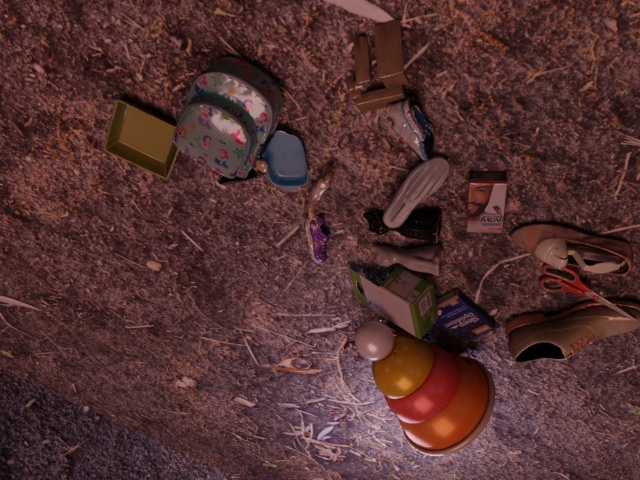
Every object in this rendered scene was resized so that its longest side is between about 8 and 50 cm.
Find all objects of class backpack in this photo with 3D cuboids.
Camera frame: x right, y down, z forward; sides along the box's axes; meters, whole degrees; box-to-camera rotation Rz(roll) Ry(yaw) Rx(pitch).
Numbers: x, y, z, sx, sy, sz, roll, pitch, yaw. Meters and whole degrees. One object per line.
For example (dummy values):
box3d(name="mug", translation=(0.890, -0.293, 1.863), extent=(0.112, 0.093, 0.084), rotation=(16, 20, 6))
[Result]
box3d(name="backpack", translation=(-0.216, -0.291, 1.440), extent=(0.225, 0.191, 0.254), rotation=(31, 126, -6))

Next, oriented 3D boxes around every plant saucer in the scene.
box3d(name="plant saucer", translation=(-0.461, -0.274, 1.611), extent=(0.188, 0.045, 0.188), rotation=(25, 134, -11))

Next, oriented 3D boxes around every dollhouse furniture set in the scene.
box3d(name="dollhouse furniture set", translation=(0.132, -0.386, 1.367), extent=(0.144, 0.123, 0.151), rotation=(-8, 166, 21))

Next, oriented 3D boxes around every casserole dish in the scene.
box3d(name="casserole dish", translation=(-0.090, -0.215, 1.584), extent=(0.114, 0.037, 0.188), rotation=(1, 135, 13))

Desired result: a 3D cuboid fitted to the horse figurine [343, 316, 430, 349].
box3d(name="horse figurine", translation=(0.204, 0.305, 1.998), extent=(0.263, 0.066, 0.174), rotation=(-29, 129, 25))

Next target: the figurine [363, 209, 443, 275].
box3d(name="figurine", translation=(0.232, 0.005, 1.698), extent=(0.209, 0.092, 0.215), rotation=(6, 136, 20))

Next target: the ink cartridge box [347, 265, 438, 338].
box3d(name="ink cartridge box", translation=(0.217, 0.158, 1.832), extent=(0.255, 0.097, 0.189), rotation=(31, 155, 34))

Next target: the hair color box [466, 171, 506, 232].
box3d(name="hair color box", translation=(0.425, -0.097, 1.563), extent=(0.093, 0.053, 0.167), rotation=(2, 133, 13))

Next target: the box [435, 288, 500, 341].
box3d(name="box", translation=(0.446, 0.247, 1.911), extent=(0.225, 0.037, 0.136), rotation=(36, 131, -23))

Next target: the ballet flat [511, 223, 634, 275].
box3d(name="ballet flat", translation=(0.662, 0.029, 1.591), extent=(0.315, 0.106, 0.108), rotation=(8, 135, 7))

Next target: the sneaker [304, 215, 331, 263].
box3d(name="sneaker", translation=(0.000, 0.000, 1.755), extent=(0.071, 0.068, 0.170), rotation=(-5, 132, 10))

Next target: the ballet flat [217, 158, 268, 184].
box3d(name="ballet flat", translation=(-0.203, -0.177, 1.619), extent=(0.173, 0.049, 0.058), rotation=(-15, 116, 40))

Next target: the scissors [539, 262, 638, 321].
box3d(name="scissors", translation=(0.755, 0.143, 1.694), extent=(0.297, 0.021, 0.109), rotation=(21, 134, 13))

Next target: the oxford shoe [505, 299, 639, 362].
box3d(name="oxford shoe", translation=(0.751, 0.284, 1.787), extent=(0.396, 0.147, 0.141), rotation=(-18, 125, 24))

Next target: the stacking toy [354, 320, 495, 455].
box3d(name="stacking toy", translation=(0.282, 0.408, 1.886), extent=(0.350, 0.351, 0.480), rotation=(-27, 122, 34))

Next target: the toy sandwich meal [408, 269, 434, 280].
box3d(name="toy sandwich meal", translation=(0.298, 0.101, 1.805), extent=(0.085, 0.029, 0.086), rotation=(7, 135, 7))

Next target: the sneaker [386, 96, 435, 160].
box3d(name="sneaker", translation=(0.213, -0.263, 1.444), extent=(0.082, 0.071, 0.191), rotation=(3, 145, 35))

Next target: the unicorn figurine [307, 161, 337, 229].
box3d(name="unicorn figurine", translation=(-0.004, -0.127, 1.596), extent=(0.060, 0.111, 0.162), rotation=(14, 136, -1))

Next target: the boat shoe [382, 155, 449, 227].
box3d(name="boat shoe", translation=(0.235, -0.134, 1.559), extent=(0.083, 0.076, 0.226), rotation=(38, 112, -16))
